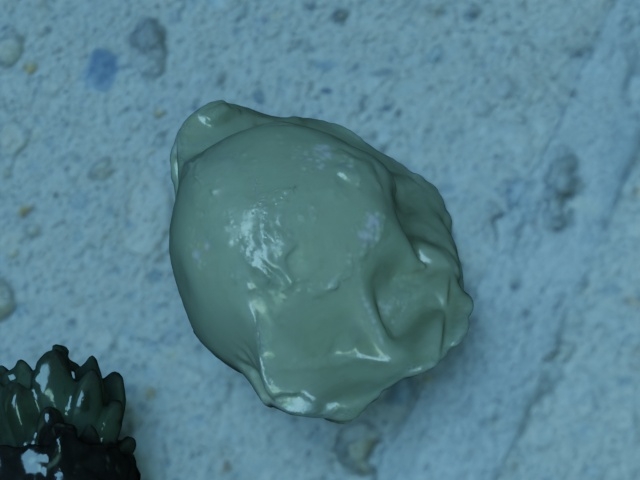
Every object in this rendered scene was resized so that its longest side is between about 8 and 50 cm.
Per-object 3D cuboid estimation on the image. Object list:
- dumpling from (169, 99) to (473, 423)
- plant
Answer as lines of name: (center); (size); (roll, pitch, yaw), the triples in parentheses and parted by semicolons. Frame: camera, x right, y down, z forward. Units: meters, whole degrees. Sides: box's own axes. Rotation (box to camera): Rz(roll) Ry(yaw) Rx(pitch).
dumpling: (0.000, 0.000, 1.171); (0.193, 0.147, 0.258); (-16, 54, -22)
plant: (-0.182, 0.168, 1.161); (0.132, 0.129, 0.194); (-14, 68, 13)
